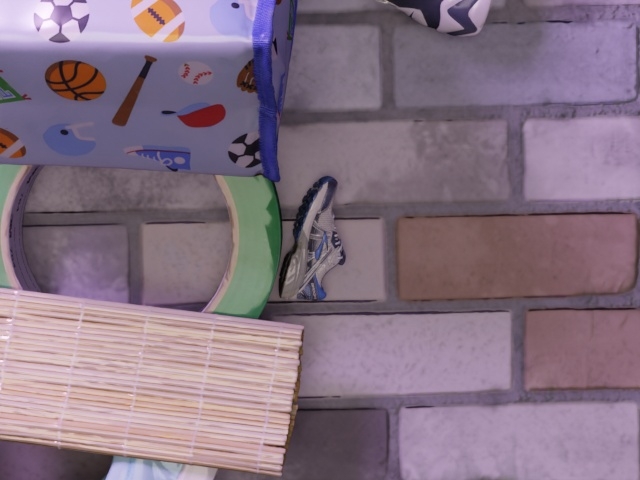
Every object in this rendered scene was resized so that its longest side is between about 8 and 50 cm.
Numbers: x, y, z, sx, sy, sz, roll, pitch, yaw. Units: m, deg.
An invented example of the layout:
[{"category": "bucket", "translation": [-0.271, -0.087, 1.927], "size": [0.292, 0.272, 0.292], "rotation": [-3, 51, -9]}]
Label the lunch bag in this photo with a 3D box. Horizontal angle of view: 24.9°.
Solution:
[{"category": "lunch bag", "translation": [-0.180, -0.255, 1.354], "size": [0.328, 0.239, 0.385], "rotation": [2, 55, 0]}]

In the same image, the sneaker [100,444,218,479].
[{"category": "sneaker", "translation": [-0.227, 0.326, 1.484], "size": [0.150, 0.135, 0.366], "rotation": [25, 83, -1]}]

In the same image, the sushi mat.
[{"category": "sushi mat", "translation": [-0.178, 0.139, 1.430], "size": [0.316, 0.019, 0.151], "rotation": [7, 83, -1]}]

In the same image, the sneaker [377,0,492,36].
[{"category": "sneaker", "translation": [0.110, -0.330, 1.438], "size": [0.153, 0.094, 0.235], "rotation": [12, 105, -10]}]

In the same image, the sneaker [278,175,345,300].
[{"category": "sneaker", "translation": [0.000, 0.000, 1.496], "size": [0.058, 0.052, 0.135], "rotation": [15, 102, -12]}]

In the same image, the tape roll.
[{"category": "tape roll", "translation": [-0.199, -0.006, 1.475], "size": [0.321, 0.077, 0.321], "rotation": [0, 95, -1]}]
